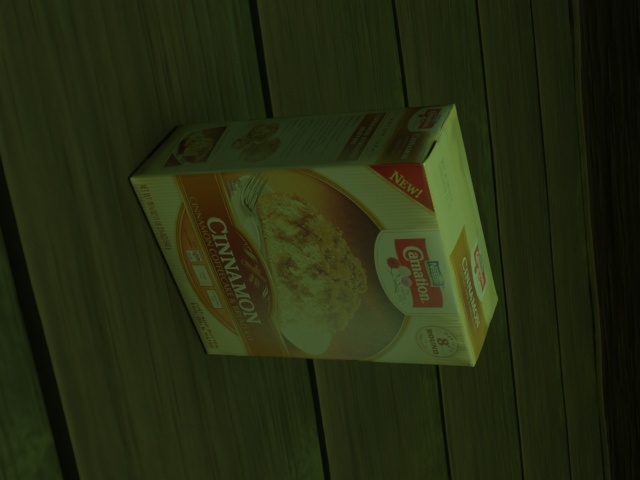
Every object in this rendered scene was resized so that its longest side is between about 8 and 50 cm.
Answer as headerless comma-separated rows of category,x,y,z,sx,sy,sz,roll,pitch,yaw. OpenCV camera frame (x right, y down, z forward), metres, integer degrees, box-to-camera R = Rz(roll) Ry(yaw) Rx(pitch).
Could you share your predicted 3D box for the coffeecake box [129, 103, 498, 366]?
coffeecake box,0.000,0.000,0.590,0.068,0.185,0.142,-59,140,-47
